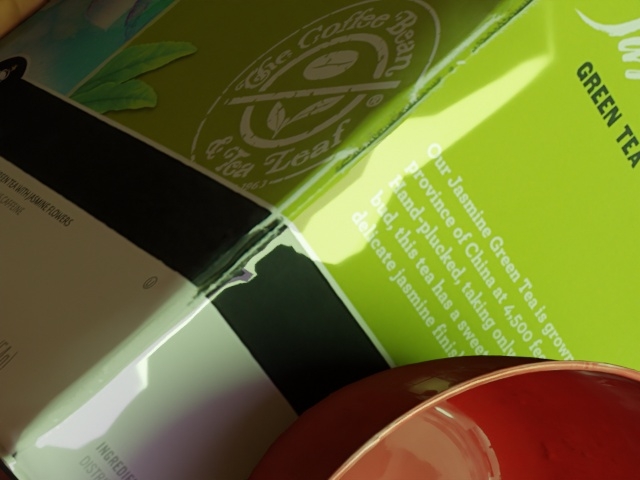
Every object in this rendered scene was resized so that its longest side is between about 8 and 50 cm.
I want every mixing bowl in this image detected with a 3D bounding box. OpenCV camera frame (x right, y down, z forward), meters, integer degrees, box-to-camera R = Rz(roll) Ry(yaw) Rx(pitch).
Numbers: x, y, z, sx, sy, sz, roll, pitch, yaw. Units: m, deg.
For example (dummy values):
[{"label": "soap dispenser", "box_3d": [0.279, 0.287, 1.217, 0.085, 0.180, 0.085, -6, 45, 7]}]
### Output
[{"label": "mixing bowl", "box_3d": [0.037, 0.107, 0.584, 0.181, 0.098, 0.181, -8, 110, -23]}]

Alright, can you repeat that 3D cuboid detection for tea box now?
[{"label": "tea box", "box_3d": [0.000, 0.000, 0.783, 0.323, 0.329, 0.220, -42, 119, -13]}]
